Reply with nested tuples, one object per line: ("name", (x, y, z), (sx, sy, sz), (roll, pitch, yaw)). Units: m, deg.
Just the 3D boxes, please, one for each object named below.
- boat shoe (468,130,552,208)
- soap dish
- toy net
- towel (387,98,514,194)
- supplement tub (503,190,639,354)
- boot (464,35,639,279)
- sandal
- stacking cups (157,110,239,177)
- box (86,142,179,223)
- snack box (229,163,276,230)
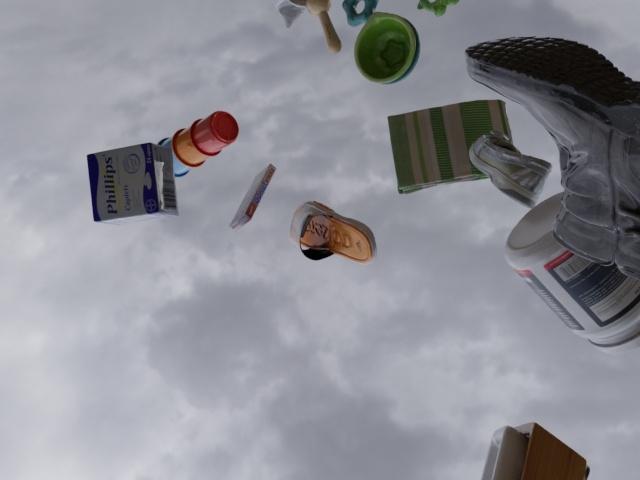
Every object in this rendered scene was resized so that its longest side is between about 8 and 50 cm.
("boat shoe", (0.414, -0.173, 1.368), (0.118, 0.103, 0.320), (27, -159, -11))
("soap dish", (0.277, 0.410, 0.878), (0.118, 0.229, 0.291), (15, -106, 15))
("toy net", (0.025, -0.257, 0.662), (0.232, 0.122, 0.045), (36, -157, 27))
("towel", (0.359, -0.262, 1.720), (0.325, 0.038, 0.248), (-9, -111, 11))
("supplement tub", (0.494, 0.058, 1.161), (0.272, 0.191, 0.191), (45, -133, -10))
("boot", (0.291, -0.092, 0.723), (0.118, 0.222, 0.338), (-26, -136, -25))
("sandal", (-0.001, -0.010, 1.153), (0.076, 0.102, 0.265), (-16, -162, -30))
("stacking cups", (-0.275, -0.180, 1.242), (0.316, 0.096, 0.096), (-20, -157, 43))
("box", (-0.335, -0.098, 1.120), (0.137, 0.126, 0.072), (-8, 177, 18))
("snack box", (-0.151, -0.099, 1.415), (0.022, 0.064, 0.178), (40, -135, -20))
